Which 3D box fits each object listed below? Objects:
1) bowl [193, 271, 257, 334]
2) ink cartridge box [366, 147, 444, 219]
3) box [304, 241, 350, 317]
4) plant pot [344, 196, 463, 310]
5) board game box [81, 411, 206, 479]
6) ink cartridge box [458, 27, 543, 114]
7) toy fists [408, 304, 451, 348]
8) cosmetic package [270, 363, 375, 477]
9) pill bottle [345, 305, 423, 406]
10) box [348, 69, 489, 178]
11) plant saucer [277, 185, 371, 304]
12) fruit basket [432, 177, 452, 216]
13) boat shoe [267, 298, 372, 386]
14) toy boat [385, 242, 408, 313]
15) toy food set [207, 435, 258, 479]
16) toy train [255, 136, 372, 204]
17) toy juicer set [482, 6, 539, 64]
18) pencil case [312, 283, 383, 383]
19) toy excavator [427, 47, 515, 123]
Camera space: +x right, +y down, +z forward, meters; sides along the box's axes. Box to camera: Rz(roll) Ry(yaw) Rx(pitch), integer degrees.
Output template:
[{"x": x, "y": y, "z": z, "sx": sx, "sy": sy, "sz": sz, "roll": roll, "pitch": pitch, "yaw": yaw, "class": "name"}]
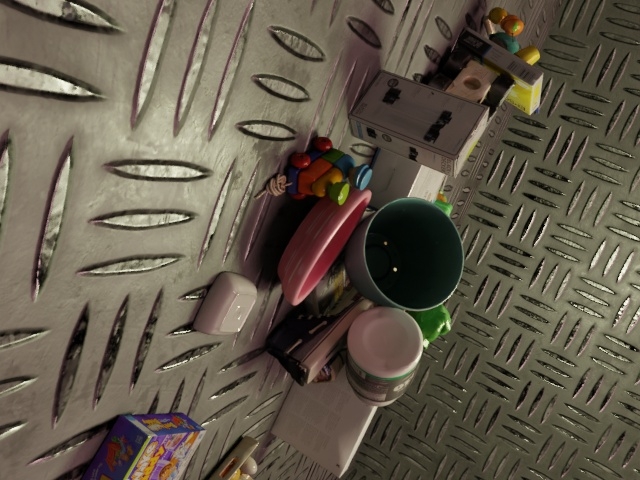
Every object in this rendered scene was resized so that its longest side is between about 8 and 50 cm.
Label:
[{"x": -0.193, "y": 0.143, "z": 1.120, "sx": 0.142, "sy": 0.053, "sz": 0.142, "roll": -62, "pitch": 158, "yaw": 0, "class": "bowl"}, {"x": 0.293, "y": -0.210, "z": 1.682, "sx": 0.395, "sy": 0.151, "sz": 0.269, "roll": -5, "pitch": 120, "yaw": -64, "class": "ink cartridge box"}, {"x": 0.021, "y": 0.118, "z": 1.571, "sx": 0.183, "sy": 0.056, "sz": 0.231, "roll": -52, "pitch": 155, "yaw": -29, "class": "box"}, {"x": 0.200, "y": 0.049, "z": 1.437, "sx": 0.293, "sy": 0.293, "sz": 0.235, "roll": -55, "pitch": -168, "yaw": -19, "class": "plant pot"}, {"x": -0.397, "y": 0.520, "z": 1.050, "sx": 0.347, "sy": 0.078, "sz": 0.233, "roll": -60, "pitch": 158, "yaw": -7, "class": "board game box"}, {"x": 0.616, "y": -0.557, "z": 1.813, "sx": 0.072, "sy": 0.304, "sz": 0.307, "roll": -50, "pitch": 158, "yaw": 1, "class": "ink cartridge box"}, {"x": 0.323, "y": 0.259, "z": 1.641, "sx": 0.142, "sy": 0.096, "sz": 0.279, "roll": -49, "pitch": 179, "yaw": -8, "class": "toy fists"}, {"x": 0.036, "y": 0.559, "z": 1.798, "sx": 0.377, "sy": 0.285, "sz": 0.097, "roll": -65, "pitch": 158, "yaw": 5, "class": "cosmetic package"}, {"x": 0.176, "y": 0.353, "z": 1.539, "sx": 0.204, "sy": 0.204, "sz": 0.361, "roll": -53, "pitch": 160, "yaw": -25, "class": "pill bottle"}, {"x": 0.235, "y": -0.285, "z": 1.276, "sx": 0.169, "sy": 0.290, "sz": 0.087, "roll": -57, "pitch": 158, "yaw": -17, "class": "box"}, {"x": 0.000, "y": 0.000, "z": 1.272, "sx": 0.332, "sy": 0.084, "sz": 0.332, "roll": -54, "pitch": 171, "yaw": -13, "class": "plant saucer"}, {"x": 0.481, "y": -0.109, "z": 2.216, "sx": 0.353, "sy": 0.166, "sz": 0.327, "roll": -45, "pitch": 152, "yaw": -46, "class": "fruit basket"}, {"x": -0.001, "y": 0.246, "z": 1.506, "sx": 0.340, "sy": 0.158, "sz": 0.127, "roll": -38, "pitch": 152, "yaw": -39, "class": "boat shoe"}, {"x": 0.206, "y": 0.094, "z": 1.684, "sx": 0.268, "sy": 0.318, "sz": 0.148, "roll": -21, "pitch": 166, "yaw": -49, "class": "toy boat"}, {"x": -0.267, "y": 0.760, "z": 1.602, "sx": 0.220, "sy": 0.092, "sz": 0.306, "roll": -44, "pitch": 151, "yaw": -41, "class": "toy food set"}, {"x": -0.006, "y": -0.116, "z": 1.121, "sx": 0.248, "sy": 0.143, "sz": 0.105, "roll": -44, "pitch": 151, "yaw": -41, "class": "toy train"}, {"x": 0.608, "y": -0.687, "z": 1.804, "sx": 0.090, "sy": 0.209, "sz": 0.329, "roll": -33, "pitch": -159, "yaw": 7, "class": "toy juicer set"}, {"x": 0.075, "y": 0.267, "z": 1.720, "sx": 0.410, "sy": 0.160, "sz": 0.183, "roll": -49, "pitch": 147, "yaw": -32, "class": "pencil case"}, {"x": 0.484, "y": -0.442, "z": 1.839, "sx": 0.433, "sy": 0.222, "sz": 0.445, "roll": -51, "pitch": 169, "yaw": -27, "class": "toy excavator"}]
